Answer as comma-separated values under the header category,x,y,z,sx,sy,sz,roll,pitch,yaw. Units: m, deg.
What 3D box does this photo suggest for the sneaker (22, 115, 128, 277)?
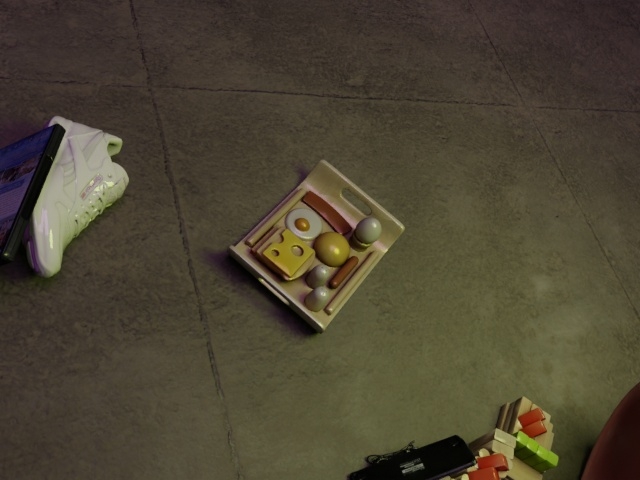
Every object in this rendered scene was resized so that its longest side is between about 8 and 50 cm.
category,x,y,z,sx,sy,sz,roll,pitch,yaw
sneaker,-0.393,-0.076,1.116,0.152,0.114,0.305,10,55,-18

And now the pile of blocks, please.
category,x,y,z,sx,sy,sz,roll,pitch,yaw
pile of blocks,0.300,0.388,1.141,0.362,0.112,0.149,-27,73,-36

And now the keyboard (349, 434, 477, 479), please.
category,x,y,z,sx,sy,sz,roll,pitch,yaw
keyboard,0.145,0.362,1.085,0.192,0.038,0.100,-18,23,-3

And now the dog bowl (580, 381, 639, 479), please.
category,x,y,z,sx,sy,sz,roll,pitch,yaw
dog bowl,0.536,0.395,1.086,0.151,0.407,0.408,24,50,9

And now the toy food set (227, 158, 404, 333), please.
category,x,y,z,sx,sy,sz,roll,pitch,yaw
toy food set,0.000,0.000,1.270,0.220,0.092,0.306,40,50,3

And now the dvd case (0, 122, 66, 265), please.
category,x,y,z,sx,sy,sz,roll,pitch,yaw
dvd case,-0.484,-0.055,1.034,0.022,0.181,0.252,47,37,-42
